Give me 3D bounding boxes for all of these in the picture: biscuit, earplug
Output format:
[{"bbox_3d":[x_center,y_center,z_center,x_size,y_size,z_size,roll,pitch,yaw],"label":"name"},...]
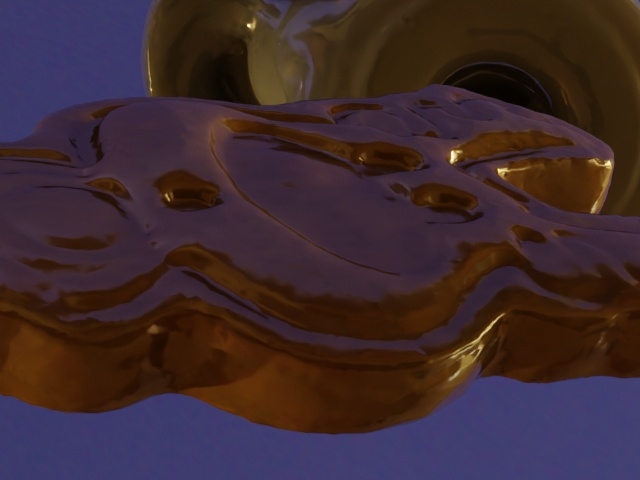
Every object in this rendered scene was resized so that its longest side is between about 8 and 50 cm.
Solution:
[{"bbox_3d":[-0.003,-0.001,0.460,0.236,0.144,0.040,-3,-66,-32],"label":"biscuit"},{"bbox_3d":[0.043,-0.076,1.015,0.214,0.326,0.175,-60,-30,-8],"label":"earplug"}]
